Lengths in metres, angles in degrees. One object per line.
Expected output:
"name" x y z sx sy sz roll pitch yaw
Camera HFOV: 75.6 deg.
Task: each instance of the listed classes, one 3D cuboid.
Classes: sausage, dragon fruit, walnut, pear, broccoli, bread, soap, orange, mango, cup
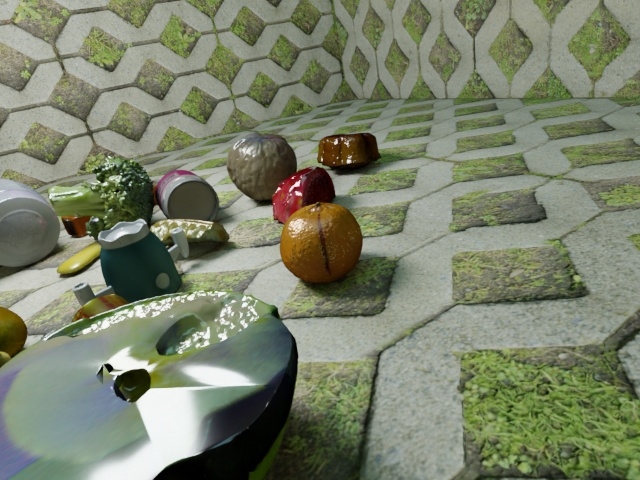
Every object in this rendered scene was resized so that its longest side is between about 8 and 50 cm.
"sausage" -0.383 0.165 0.759 0.317 0.117 0.125 16 72 46
"dragon fruit" -0.052 -0.148 1.273 0.162 0.189 0.261 31 35 13
"walnut" -0.203 -0.257 1.456 0.248 0.249 0.248 -10 25 5
"pear" -0.208 0.227 0.500 0.398 0.165 0.399 -9 25 4
"broccoli" -0.676 -0.128 1.343 0.317 0.277 0.338 -4 19 1
"bread" 0.110 -0.349 1.618 0.246 0.135 0.232 7 18 40
"soap" -0.720 0.054 1.251 0.089 0.033 0.168 -3 26 14
"bread" -0.385 -0.020 1.169 0.231 0.088 0.128 -4 -1 20
"orange" 0.000 0.000 0.898 0.193 0.161 0.193 -14 26 7
"mango" -0.677 0.191 0.823 0.221 0.121 0.151 2 -1 27
"cup" -0.437 0.048 0.973 0.167 0.173 0.299 4 29 33

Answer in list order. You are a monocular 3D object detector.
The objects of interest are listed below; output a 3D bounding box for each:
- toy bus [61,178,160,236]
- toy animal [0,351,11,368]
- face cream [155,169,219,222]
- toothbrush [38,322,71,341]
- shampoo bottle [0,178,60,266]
"toy bus" -0.783 -0.135 1.611 0.092 0.093 0.408 17 37 35
"toy animal" -0.595 0.263 0.667 0.233 0.121 0.168 -32 42 -30
"face cream" -0.439 -0.134 1.356 0.175 0.175 0.195 -22 27 -21
"toothbrush" -0.535 0.154 0.970 0.020 0.025 0.286 -2 26 20
"shampoo bottle" -1.022 -0.057 1.338 0.266 0.273 0.273 20 39 33
